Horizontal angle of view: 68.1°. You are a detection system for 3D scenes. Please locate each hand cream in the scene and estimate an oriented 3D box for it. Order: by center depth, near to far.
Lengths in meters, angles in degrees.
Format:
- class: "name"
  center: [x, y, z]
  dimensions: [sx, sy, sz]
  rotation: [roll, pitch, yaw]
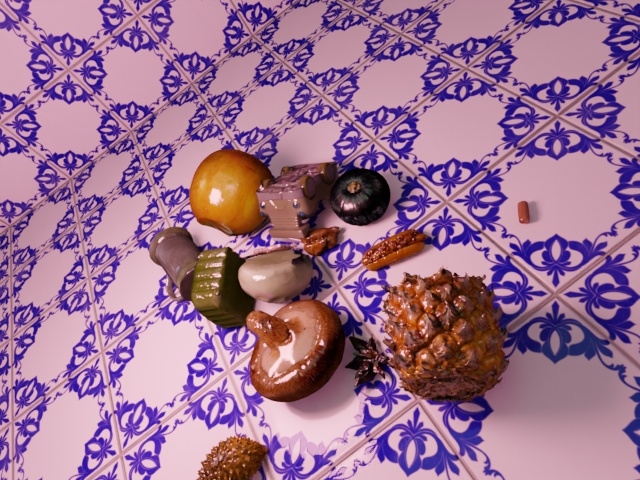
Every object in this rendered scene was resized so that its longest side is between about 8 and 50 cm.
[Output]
- class: "hand cream"
  center: [-0.110, -0.019, 1.917]
  dimensions: [0.174, 0.047, 0.076]
  rotation: [-1, 57, 18]

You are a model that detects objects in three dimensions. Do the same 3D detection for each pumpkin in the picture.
- class: "pumpkin"
  center: [0.151, -0.166, 1.789]
  dimensions: [0.233, 0.163, 0.233]
  rotation: [-14, 54, 21]

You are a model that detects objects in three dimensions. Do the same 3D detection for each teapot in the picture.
- class: "teapot"
  center: [-0.572, 0.130, 1.985]
  dimensions: [0.337, 0.200, 0.271]
  rotation: [38, 106, 40]

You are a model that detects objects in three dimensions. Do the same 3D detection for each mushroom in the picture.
- class: "mushroom"
  center: [-0.073, 0.349, 1.531]
  dimensions: [0.345, 0.239, 0.346]
  rotation: [-8, 75, 31]

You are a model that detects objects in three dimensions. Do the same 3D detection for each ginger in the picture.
- class: "ginger"
  center: [0.000, 0.000, 1.812]
  dimensions: [0.162, 0.073, 0.103]
  rotation: [-19, 57, 14]

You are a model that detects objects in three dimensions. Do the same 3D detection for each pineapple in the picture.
- class: "pineapple"
  center: [0.320, 0.259, 1.273]
  dimensions: [0.352, 0.352, 0.300]
  rotation: [-11, 50, 23]

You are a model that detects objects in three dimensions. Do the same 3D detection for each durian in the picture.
- class: "durian"
  center: [-0.300, 0.697, 1.456]
  dimensions: [0.250, 0.138, 0.183]
  rotation: [-49, 57, -1]

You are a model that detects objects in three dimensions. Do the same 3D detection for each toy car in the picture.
- class: "toy car"
  center: [-0.075, -0.174, 1.897]
  dimensions: [0.242, 0.227, 0.336]
  rotation: [0, 25, 30]

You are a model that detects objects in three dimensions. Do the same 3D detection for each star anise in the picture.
- class: "star anise"
  center: [0.146, 0.382, 1.474]
  dimensions: [0.157, 0.053, 0.212]
  rotation: [-45, 50, -7]

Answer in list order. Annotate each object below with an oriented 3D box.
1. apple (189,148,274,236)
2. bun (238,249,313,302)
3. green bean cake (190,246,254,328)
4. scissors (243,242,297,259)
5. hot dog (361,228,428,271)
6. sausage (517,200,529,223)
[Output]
- class: "apple"
  center: [-0.371, -0.186, 1.990]
  dimensions: [0.374, 0.374, 0.384]
  rotation: [-59, 7, -18]
- class: "bun"
  center: [-0.156, 0.148, 1.720]
  dimensions: [0.283, 0.179, 0.283]
  rotation: [-9, 14, 2]
- class: "green bean cake"
  center: [-0.361, 0.179, 1.776]
  dimensions: [0.156, 0.247, 0.250]
  rotation: [-10, 55, 22]
- class: "scissors"
  center: [-0.236, 0.053, 1.894]
  dimensions: [0.317, 0.160, 0.024]
  rotation: [-16, 81, 40]
- class: "hot dog"
  center: [0.255, 0.025, 1.651]
  dimensions: [0.249, 0.076, 0.102]
  rotation: [-24, 46, 14]
- class: "sausage"
  center: [0.658, -0.092, 1.533]
  dimensions: [0.034, 0.034, 0.083]
  rotation: [-7, 54, 26]
